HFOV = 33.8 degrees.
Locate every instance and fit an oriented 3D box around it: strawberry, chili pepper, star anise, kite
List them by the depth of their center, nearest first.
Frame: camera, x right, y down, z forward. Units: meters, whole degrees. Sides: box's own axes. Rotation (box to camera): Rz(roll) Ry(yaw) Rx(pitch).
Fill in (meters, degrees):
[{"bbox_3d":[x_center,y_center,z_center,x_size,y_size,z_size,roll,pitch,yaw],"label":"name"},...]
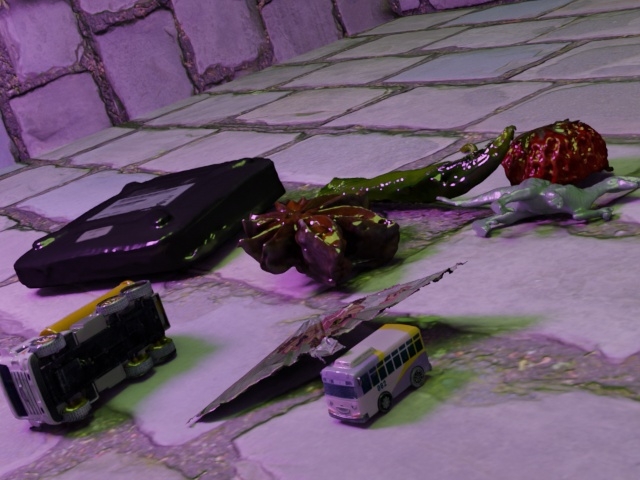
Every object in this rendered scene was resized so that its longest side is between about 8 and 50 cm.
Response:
[{"bbox_3d":[0.004,0.094,1.078,0.323,0.013,0.268,-30,5,1],"label":"kite"},{"bbox_3d":[0.002,-0.002,1.352,0.214,0.099,0.220,8,22,25],"label":"star anise"},{"bbox_3d":[0.310,-0.112,1.397,0.145,0.086,0.145,-18,2,1],"label":"strawberry"},{"bbox_3d":[0.132,-0.086,1.483,0.085,0.076,0.359,-29,12,-41],"label":"chili pepper"},{"bbox_3d":[0.237,-0.141,1.681,0.030,0.017,0.083,-15,18,12],"label":"chili pepper"}]

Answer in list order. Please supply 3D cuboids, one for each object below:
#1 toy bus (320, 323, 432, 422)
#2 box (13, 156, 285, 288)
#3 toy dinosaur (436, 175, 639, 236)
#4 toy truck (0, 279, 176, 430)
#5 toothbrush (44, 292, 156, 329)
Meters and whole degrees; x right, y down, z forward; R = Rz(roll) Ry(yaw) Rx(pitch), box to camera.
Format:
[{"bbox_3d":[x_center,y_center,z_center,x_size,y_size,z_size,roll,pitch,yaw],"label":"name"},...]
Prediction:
[{"bbox_3d":[0.050,0.120,0.966,0.052,0.058,0.102,1,24,47],"label":"toy bus"},{"bbox_3d":[-0.268,-0.028,1.688,0.359,0.091,0.350,-9,18,30],"label":"box"},{"bbox_3d":[0.260,-0.053,1.323,0.167,0.053,0.242,-26,19,-32],"label":"toy dinosaur"},{"bbox_3d":[-0.262,0.124,1.195,0.114,0.098,0.227,-9,16,37],"label":"toy truck"},{"bbox_3d":[-0.300,0.099,1.444,0.167,0.014,0.011,-16,26,4],"label":"toothbrush"}]
